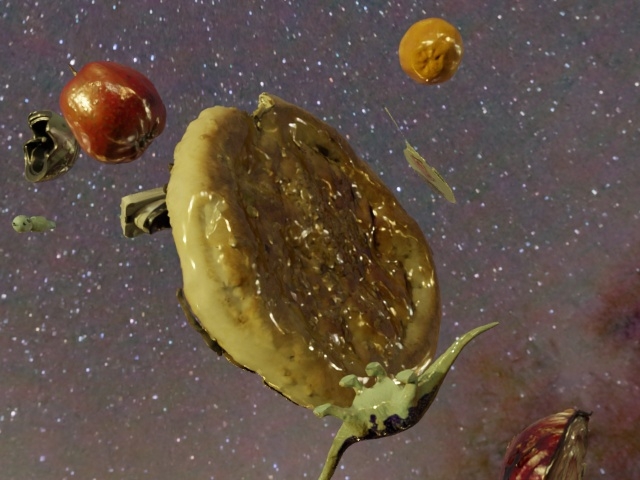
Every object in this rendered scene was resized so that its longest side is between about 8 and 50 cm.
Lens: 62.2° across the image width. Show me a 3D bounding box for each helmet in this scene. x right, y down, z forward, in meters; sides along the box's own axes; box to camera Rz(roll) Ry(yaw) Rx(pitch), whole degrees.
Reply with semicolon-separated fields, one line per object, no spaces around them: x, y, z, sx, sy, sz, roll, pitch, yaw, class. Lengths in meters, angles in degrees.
-0.651;-0.226;1.304;0.107;0.153;0.177;2;-73;-51;helmet

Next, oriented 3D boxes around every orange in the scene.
0.269;-0.455;1.289;0.158;0.136;0.159;6;-57;10;orange

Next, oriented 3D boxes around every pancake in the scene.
-0.001;0.001;0.573;0.382;0.383;0.071;28;-44;-36;pancake

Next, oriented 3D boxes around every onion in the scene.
0.364;0.438;0.912;0.279;0.146;0.315;4;-86;-46;onion

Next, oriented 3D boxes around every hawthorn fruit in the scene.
-0.394;-0.246;0.978;0.200;0.179;0.179;40;-62;-4;hawthorn fruit

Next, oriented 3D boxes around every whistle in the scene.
-0.568;-0.032;1.053;0.035;0.035;0.100;-34;-11;16;whistle

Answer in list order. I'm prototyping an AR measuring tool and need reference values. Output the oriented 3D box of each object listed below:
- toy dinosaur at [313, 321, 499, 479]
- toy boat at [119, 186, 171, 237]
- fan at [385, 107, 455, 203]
0.043;0.103;0.349;0.180;0.037;0.058;-38;-63;5;toy dinosaur
-0.392;-0.078;1.422;0.269;0.141;0.141;-8;-43;-29;toy boat
0.224;-0.199;1.253;0.010;0.182;0.310;-43;-55;0;fan
